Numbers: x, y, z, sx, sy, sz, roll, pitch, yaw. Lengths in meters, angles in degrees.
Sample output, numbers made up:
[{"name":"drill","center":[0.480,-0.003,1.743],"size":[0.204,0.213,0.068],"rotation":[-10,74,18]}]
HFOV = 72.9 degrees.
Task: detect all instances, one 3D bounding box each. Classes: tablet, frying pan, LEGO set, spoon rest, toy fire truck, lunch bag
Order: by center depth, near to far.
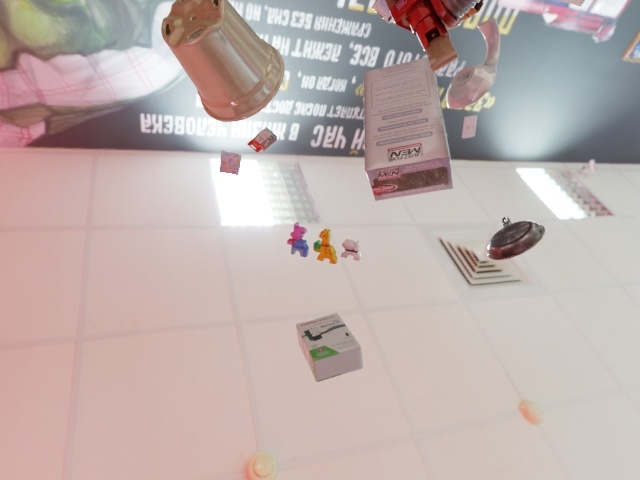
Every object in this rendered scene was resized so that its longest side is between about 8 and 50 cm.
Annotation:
[{"name":"toy fire truck","center":[0.219,-0.396,0.704],"size":[0.158,0.217,0.246],"rotation":[-6,-108,-45]},{"name":"spoon rest","center":[0.431,-0.469,1.182],"size":[0.084,0.137,0.276],"rotation":[33,-106,-32]},{"name":"LEGO set","center":[0.000,0.000,1.216],"size":[0.227,0.093,0.087],"rotation":[13,-155,18]},{"name":"lunch bag","center":[-0.303,-0.267,1.464],"size":[0.071,0.083,0.053],"rotation":[8,-126,-9]},{"name":"frying pan","center":[0.674,-0.040,1.485],"size":[0.053,0.197,0.326],"rotation":[54,-134,-13]},{"name":"tablet","center":[0.564,-0.429,1.639],"size":[0.054,0.083,0.006],"rotation":[-12,-146,-10]}]

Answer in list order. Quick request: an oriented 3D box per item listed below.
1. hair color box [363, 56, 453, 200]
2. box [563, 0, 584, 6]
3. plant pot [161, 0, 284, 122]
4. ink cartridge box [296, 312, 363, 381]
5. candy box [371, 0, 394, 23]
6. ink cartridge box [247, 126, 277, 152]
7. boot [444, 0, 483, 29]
[{"name":"hair color box","center":[0.209,-0.286,1.076],"size":[0.185,0.114,0.375],"rotation":[-8,-127,16]},{"name":"box","center":[0.757,-0.891,1.249],"size":[0.168,0.215,0.345],"rotation":[33,-171,21]},{"name":"plant pot","center":[-0.326,-0.610,1.397],"size":[0.333,0.305,0.334],"rotation":[-7,-111,18]},{"name":"ink cartridge box","center":[0.023,0.325,1.350],"size":[0.153,0.087,0.208],"rotation":[-13,-157,-15]},{"name":"candy box","center":[0.251,-0.692,1.177],"size":[0.070,0.196,0.165],"rotation":[46,-145,10]},{"name":"ink cartridge box","center":[-0.232,-0.389,1.709],"size":[0.063,0.115,0.029],"rotation":[36,-147,-35]},{"name":"boot","center":[0.587,-1.033,1.804],"size":[0.109,0.220,0.284],"rotation":[19,-97,-29]}]
